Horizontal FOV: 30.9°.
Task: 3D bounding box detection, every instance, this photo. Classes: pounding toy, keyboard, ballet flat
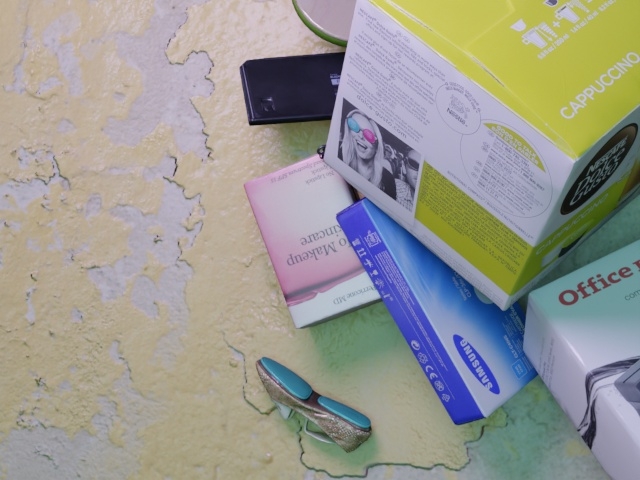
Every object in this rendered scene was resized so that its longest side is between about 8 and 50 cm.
[{"bbox_3d":[0.059,-0.356,1.756,0.236,0.110,0.183,-21,72,-21],"label":"pounding toy"},{"bbox_3d":[0.049,-0.196,1.700,0.317,0.033,0.202,-6,58,-10],"label":"keyboard"},{"bbox_3d":[-0.022,0.255,1.755,0.206,0.073,0.067,32,108,12],"label":"ballet flat"}]

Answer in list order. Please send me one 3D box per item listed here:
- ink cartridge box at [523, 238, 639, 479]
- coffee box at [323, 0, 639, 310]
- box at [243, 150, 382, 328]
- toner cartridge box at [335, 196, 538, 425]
[{"bbox_3d":[0.487,0.192,1.514,0.285,0.166,0.395,-24,55,-11],"label":"ink cartridge box"},{"bbox_3d":[0.256,-0.186,1.498,0.338,0.334,0.337,42,60,19],"label":"coffee box"},{"bbox_3d":[0.000,0.000,1.727,0.148,0.127,0.232,-21,85,7],"label":"box"},{"bbox_3d":[0.178,0.071,1.659,0.165,0.075,0.348,-31,92,-36],"label":"toner cartridge box"}]
